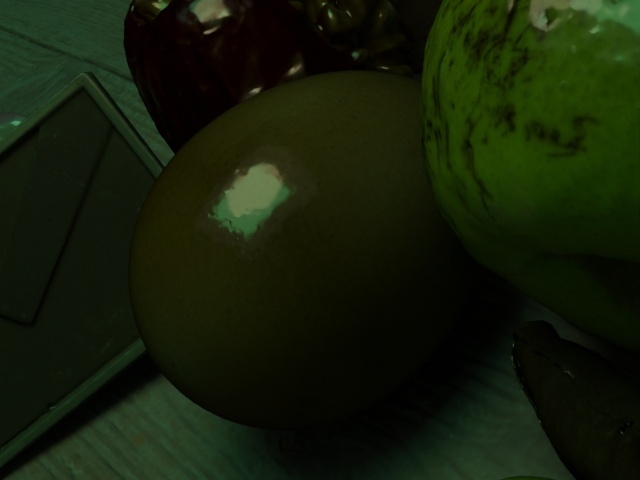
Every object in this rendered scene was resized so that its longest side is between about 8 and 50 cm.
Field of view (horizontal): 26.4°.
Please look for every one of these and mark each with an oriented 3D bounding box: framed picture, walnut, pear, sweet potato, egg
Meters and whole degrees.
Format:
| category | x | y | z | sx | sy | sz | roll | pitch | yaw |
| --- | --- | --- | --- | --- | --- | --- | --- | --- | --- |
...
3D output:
| category | x | y | z | sx | sy | sz | roll | pitch | yaw |
| --- | --- | --- | --- | --- | --- | --- | --- | --- | --- |
| framed picture | -0.262 | 0.036 | 1.238 | 0.324 | 0.240 | 0.020 | -40 | -5 | 6 |
| walnut | -0.045 | -0.158 | 1.274 | 0.244 | 0.269 | 0.222 | -36 | 21 | 18 |
| pear | 0.258 | -0.113 | 0.891 | 0.391 | 0.391 | 0.391 | -21 | 36 | 17 |
| sweet potato | 0.207 | 0.123 | 0.869 | 0.085 | 0.112 | 0.286 | 5 | 16 | -19 |
| egg | 0.000 | 0.000 | 1.059 | 0.322 | 0.250 | 0.250 | -43 | 35 | -25 |

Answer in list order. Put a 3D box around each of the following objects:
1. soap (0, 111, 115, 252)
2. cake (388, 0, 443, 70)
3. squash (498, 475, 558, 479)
| category | x | y | z | sx | sy | sz | roll | pitch | yaw |
| --- | --- | --- | --- | --- | --- | --- | --- | --- | --- |
| soap | -0.272 | -0.020 | 1.353 | 0.324 | 0.193 | 0.109 | 20 | 52 | 18 |
| cake | 0.128 | -0.295 | 1.373 | 0.293 | 0.199 | 0.196 | -20 | 44 | 31 |
| squash | 0.185 | 0.250 | 0.728 | 0.118 | 0.118 | 0.370 | -37 | 37 | -5 |
